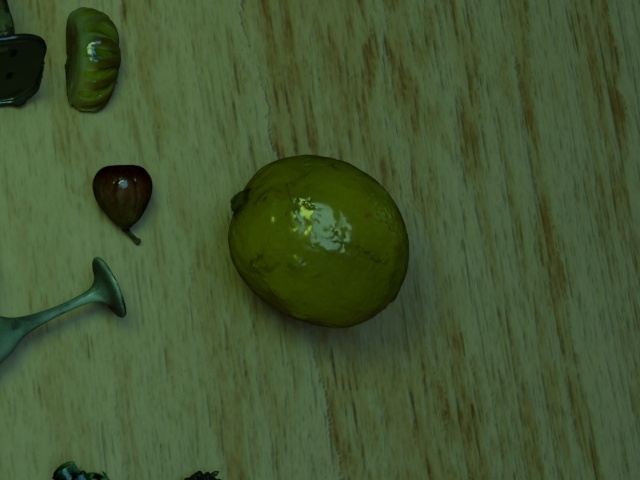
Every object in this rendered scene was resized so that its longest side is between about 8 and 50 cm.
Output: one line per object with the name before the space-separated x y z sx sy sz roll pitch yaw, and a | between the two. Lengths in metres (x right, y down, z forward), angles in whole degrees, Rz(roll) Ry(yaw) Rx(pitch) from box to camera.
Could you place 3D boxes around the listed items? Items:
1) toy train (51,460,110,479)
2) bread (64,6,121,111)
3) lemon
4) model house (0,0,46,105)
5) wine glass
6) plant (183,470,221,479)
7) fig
toy train | -0.321 0.438 1.552 0.157 0.105 0.253 -35 93 -10
bread | -0.342 -0.284 1.691 0.083 0.094 0.157 -1 71 -18
lemon | 0.002 0.001 1.684 0.284 0.260 0.260 33 68 2
model house | -0.528 -0.343 1.583 0.218 0.205 0.278 -11 76 -24
wine glass | -0.386 0.157 1.501 0.310 0.264 0.096 -25 124 -24
plant | -0.184 0.400 1.588 0.087 0.085 0.174 29 35 -14
fig | -0.294 -0.052 1.674 0.089 0.089 0.125 -7 100 -23
